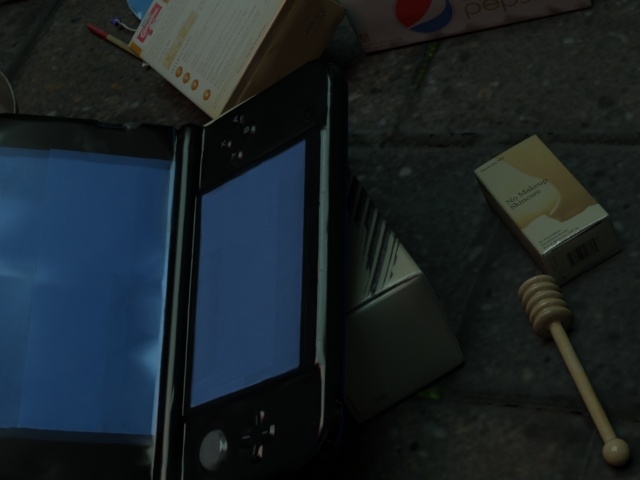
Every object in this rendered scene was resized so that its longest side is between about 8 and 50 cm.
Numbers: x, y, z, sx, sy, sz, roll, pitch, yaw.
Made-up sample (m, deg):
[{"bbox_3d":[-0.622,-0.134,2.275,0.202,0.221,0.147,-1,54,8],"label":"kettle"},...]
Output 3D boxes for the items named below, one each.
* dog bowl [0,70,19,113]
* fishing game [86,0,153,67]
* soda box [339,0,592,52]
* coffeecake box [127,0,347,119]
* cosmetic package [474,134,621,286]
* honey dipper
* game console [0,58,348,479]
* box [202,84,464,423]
[{"bbox_3d":[-0.387,-0.010,1.174,0.349,0.102,0.349,-14,42,13],"label":"dog bowl"},{"bbox_3d":[-0.130,-0.300,1.475,0.264,0.041,0.189,-50,45,-6],"label":"fishing game"},{"bbox_3d":[0.129,-0.233,1.270,0.216,0.074,0.069,-9,46,21],"label":"soda box"},{"bbox_3d":[-0.081,-0.195,1.311,0.185,0.068,0.142,41,104,46],"label":"coffeecake box"},{"bbox_3d":[0.168,-0.024,1.068,0.060,0.041,0.115,-32,42,-2],"label":"cosmetic package"},{"bbox_3d":[0.172,0.089,0.968,0.030,0.030,0.161,-23,45,7],"label":"honey dipper"},{"bbox_3d":[-0.121,0.021,0.973,0.250,0.173,0.293,-26,55,46],"label":"game console"},{"bbox_3d":[0.000,0.000,1.087,0.094,0.113,0.275,-30,43,-2],"label":"box"}]
